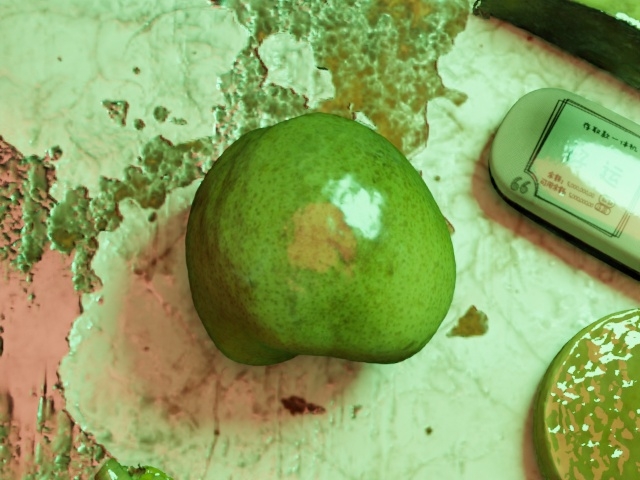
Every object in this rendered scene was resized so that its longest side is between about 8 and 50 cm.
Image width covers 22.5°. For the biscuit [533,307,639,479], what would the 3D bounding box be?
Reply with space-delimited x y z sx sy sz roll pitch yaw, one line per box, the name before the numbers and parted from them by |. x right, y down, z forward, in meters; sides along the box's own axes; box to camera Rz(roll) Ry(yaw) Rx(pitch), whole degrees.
biscuit | 0.322 0.232 1.422 0.275 0.052 0.355 -27 81 -12

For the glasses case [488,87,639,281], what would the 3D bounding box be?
glasses case | 0.300 -0.028 1.462 0.314 0.075 0.122 29 73 0

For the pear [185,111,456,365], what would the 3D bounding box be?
pear | 0.000 0.000 1.360 0.228 0.188 0.211 0 86 -7

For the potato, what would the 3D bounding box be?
potato | 0.287 -0.211 1.483 0.261 0.120 0.100 29 70 -1

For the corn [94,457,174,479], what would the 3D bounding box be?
corn | -0.103 0.291 1.336 0.097 0.097 0.262 -36 87 -13
